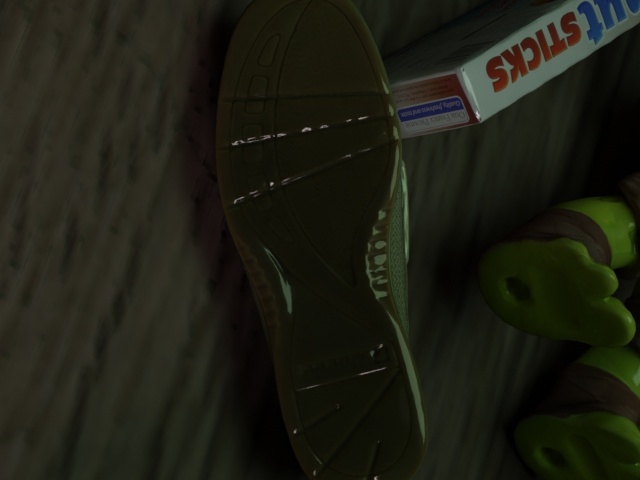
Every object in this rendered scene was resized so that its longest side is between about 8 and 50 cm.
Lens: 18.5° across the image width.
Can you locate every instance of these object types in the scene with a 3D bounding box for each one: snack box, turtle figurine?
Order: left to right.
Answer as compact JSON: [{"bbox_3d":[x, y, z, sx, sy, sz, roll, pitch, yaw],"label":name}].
[{"bbox_3d":[0.077,-0.075,0.657,0.178,0.064,0.022,-33,106,-43],"label":"snack box"},{"bbox_3d":[0.142,-0.025,0.689,0.217,0.087,0.269,-40,144,-34],"label":"turtle figurine"}]

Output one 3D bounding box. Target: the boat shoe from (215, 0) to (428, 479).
[{"bbox_3d":[0.002,0.000,0.590,0.056,0.048,0.153,-13,90,-1],"label":"boat shoe"}]
